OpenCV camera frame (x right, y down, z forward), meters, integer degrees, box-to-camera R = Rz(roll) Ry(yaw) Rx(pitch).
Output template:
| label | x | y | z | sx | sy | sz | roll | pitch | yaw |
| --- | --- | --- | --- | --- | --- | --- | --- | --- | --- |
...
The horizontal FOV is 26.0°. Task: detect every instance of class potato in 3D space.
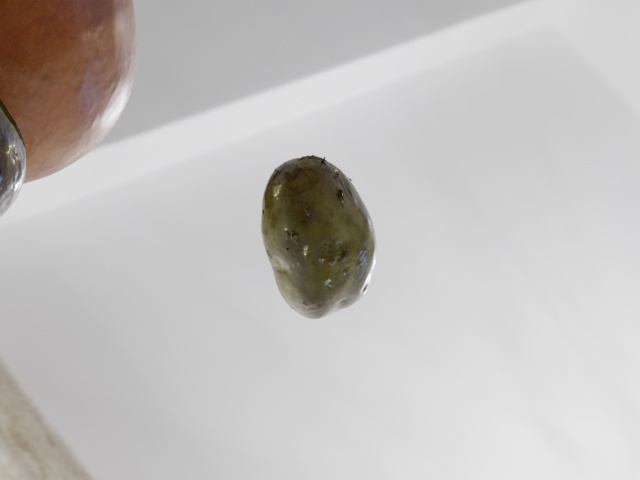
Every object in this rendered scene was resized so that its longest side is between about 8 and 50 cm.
| label | x | y | z | sx | sy | sz | roll | pitch | yaw |
| --- | --- | --- | --- | --- | --- | --- | --- | --- | --- |
| potato | 0.000 | 0.000 | 1.090 | 0.091 | 0.138 | 0.070 | -34 | -150 | -26 |

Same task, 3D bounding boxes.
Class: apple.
| label | x | y | z | sx | sy | sz | roll | pitch | yaw |
| --- | --- | --- | --- | --- | --- | --- | --- | --- | --- |
| apple | -0.326 | -0.184 | 1.282 | 0.299 | 0.299 | 0.275 | 33 | -146 | -4 |

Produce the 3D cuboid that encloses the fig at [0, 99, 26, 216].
| label | x | y | z | sx | sy | sz | roll | pitch | yaw |
| --- | --- | --- | --- | --- | --- | --- | --- | --- | --- |
| fig | -0.294 | -0.120 | 1.094 | 0.124 | 0.236 | 0.124 | 2 | -164 | -1 |
